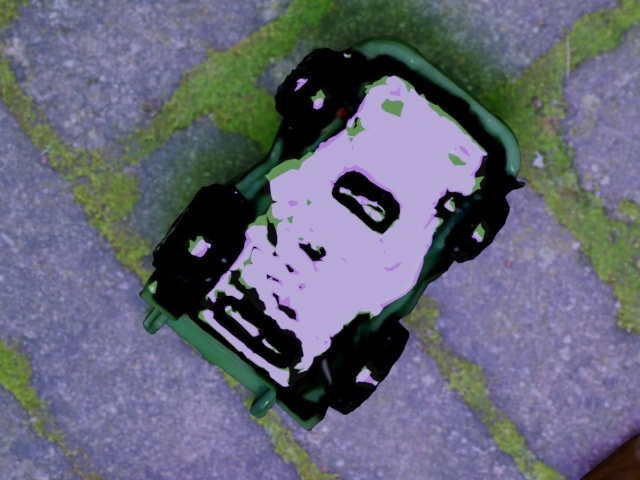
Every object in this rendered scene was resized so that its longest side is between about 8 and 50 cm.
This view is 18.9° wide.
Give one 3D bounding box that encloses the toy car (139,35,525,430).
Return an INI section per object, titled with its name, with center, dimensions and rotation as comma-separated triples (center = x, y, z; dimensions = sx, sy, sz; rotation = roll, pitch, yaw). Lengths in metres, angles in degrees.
[toy car]
center = 0.000, 0.000, 1.605
dimensions = 0.213, 0.176, 0.358
rotation = 37, 103, -4

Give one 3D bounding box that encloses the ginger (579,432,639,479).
[ginger]
center = 0.379, 0.224, 1.648
dimensions = 0.309, 0.107, 0.133
rotation = 20, 130, 1
